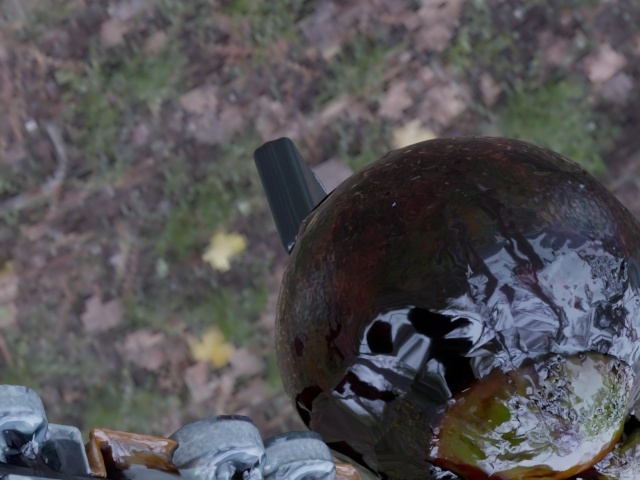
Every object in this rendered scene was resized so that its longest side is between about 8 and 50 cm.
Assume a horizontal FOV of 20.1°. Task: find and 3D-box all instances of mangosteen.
[{"bbox_3d":[0.161,0.103,1.697,0.381,0.421,0.381,-37,179,0],"label":"mangosteen"}]

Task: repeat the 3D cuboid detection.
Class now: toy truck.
[{"bbox_3d":[-0.131,0.230,1.166,0.388,0.173,0.207,16,133,-45],"label":"toy truck"}]

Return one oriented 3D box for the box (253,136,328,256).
[{"bbox_3d":[0.000,0.000,2.030,0.050,0.160,0.230,-25,145,8],"label":"box"}]
